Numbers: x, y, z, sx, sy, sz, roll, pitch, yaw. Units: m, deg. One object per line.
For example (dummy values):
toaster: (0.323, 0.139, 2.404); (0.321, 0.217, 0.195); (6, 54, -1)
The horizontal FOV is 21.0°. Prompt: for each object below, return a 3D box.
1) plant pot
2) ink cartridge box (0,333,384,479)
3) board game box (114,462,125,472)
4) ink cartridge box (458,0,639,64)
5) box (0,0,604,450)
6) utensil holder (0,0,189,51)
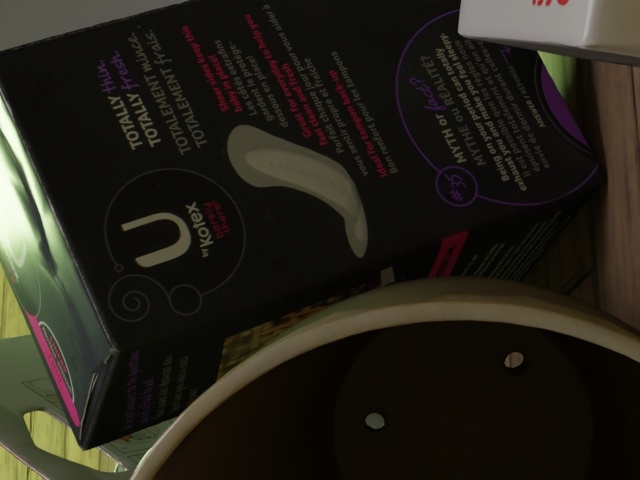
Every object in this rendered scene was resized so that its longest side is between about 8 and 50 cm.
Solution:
plant pot: (0.056, 0.118, 0.703); (0.274, 0.256, 0.256); (-71, -11, -78)
ink cartridge box: (-0.079, 0.124, 0.994); (0.275, 0.239, 0.060); (27, 115, 41)
board game box: (-0.061, 0.104, 1.261); (0.142, 0.144, 0.275); (111, 172, -53)
ink cartridge box: (0.137, -0.189, 0.700); (0.172, 0.100, 0.237); (-145, 61, -76)
box: (-0.022, -0.029, 0.885); (0.165, 0.270, 0.143); (64, 156, 18)
utensil holder: (-0.112, -0.276, 1.103); (0.385, 0.327, 0.327); (-72, -2, -50)
